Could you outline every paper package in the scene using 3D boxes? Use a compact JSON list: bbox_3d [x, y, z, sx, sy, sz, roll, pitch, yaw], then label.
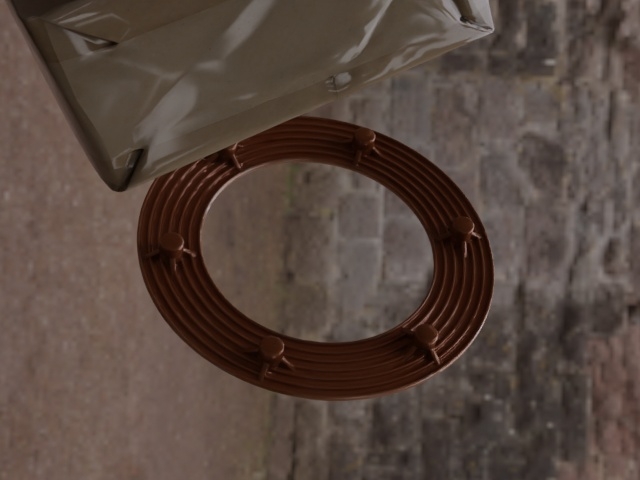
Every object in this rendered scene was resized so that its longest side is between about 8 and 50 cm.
[{"bbox_3d":[-0.082,-0.242,0.924,0.168,0.309,0.325,72,-9,-51],"label":"paper package"}]

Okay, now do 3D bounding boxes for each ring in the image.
[{"bbox_3d":[0.000,0.000,1.231,0.032,0.337,0.336,105,-6,-50],"label":"ring"}]
